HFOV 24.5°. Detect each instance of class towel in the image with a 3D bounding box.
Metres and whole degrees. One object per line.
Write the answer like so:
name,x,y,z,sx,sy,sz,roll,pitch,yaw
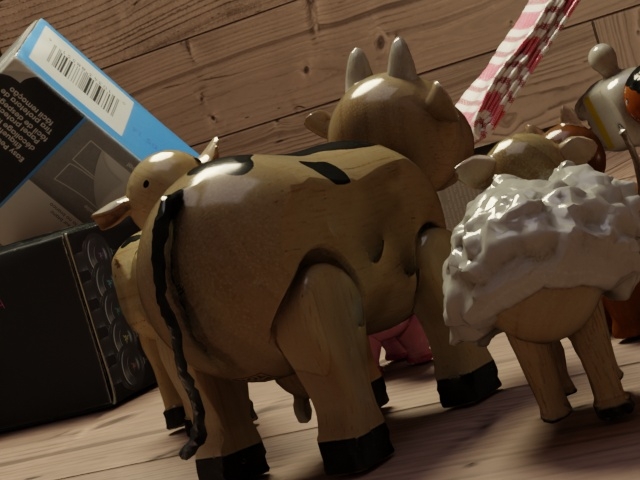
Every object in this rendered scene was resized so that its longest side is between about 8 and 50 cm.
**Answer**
towel,0.156,-0.156,1.175,0.197,0.029,0.144,-56,4,-6

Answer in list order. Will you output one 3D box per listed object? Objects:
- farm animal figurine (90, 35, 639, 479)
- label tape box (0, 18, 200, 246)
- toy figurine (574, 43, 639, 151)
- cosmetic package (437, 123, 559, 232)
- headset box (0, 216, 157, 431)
farm animal figurine,0.003,0.000,0.710,0.330,0.172,0.327,-15,3,20
label tape box,-0.288,-0.008,1.403,0.334,0.240,0.106,-42,20,22
toy figurine,0.308,-0.143,1.096,0.209,0.213,0.148,18,-7,-9
cosmetic package,0.102,-0.019,1.226,0.238,0.107,0.127,-12,7,19
headset box,-0.215,0.061,1.175,0.246,0.131,0.283,-15,3,25
